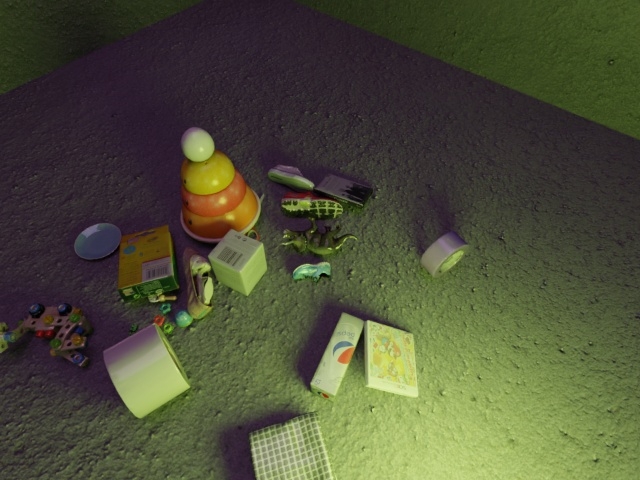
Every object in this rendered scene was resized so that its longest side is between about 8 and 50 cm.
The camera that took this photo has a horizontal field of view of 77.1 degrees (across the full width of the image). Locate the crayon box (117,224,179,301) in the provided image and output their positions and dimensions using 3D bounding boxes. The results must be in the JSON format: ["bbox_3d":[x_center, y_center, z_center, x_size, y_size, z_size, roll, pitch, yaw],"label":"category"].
[{"bbox_3d":[-0.680,0.081,1.591,0.202,0.081,0.319,-14,44,-11],"label":"crayon box"}]

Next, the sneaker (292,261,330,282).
[{"bbox_3d":[-0.034,0.134,1.610,0.162,0.063,0.073,-10,58,-9],"label":"sneaker"}]

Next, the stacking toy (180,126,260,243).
[{"bbox_3d":[-0.446,-0.251,1.605,0.350,0.480,0.351,-2,52,2],"label":"stacking toy"}]

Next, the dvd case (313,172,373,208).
[{"bbox_3d":[0.108,-0.232,1.864,0.238,0.030,0.179,20,38,13],"label":"dvd case"}]

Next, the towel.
[{"bbox_3d":[-0.076,0.678,1.181,0.235,0.121,0.284,-14,56,-10],"label":"towel"}]

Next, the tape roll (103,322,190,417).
[{"bbox_3d":[-0.550,0.410,1.283,0.169,0.246,0.246,-30,60,-20],"label":"tape roll"}]

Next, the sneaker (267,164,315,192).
[{"bbox_3d":[-0.127,-0.303,1.893,0.258,0.094,0.091,25,60,22],"label":"sneaker"}]

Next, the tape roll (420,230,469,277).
[{"bbox_3d":[0.495,0.058,1.602,0.189,0.189,0.080,-28,59,-20],"label":"tape roll"}]

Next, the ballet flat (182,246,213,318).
[{"bbox_3d":[-0.462,0.145,1.554,0.106,0.107,0.316,-32,59,27],"label":"ballet flat"}]

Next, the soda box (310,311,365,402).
[{"bbox_3d":[0.062,0.401,1.398,0.091,0.098,0.286,21,56,13],"label":"soda box"}]

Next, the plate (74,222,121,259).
[{"bbox_3d":[-0.935,0.007,1.696,0.188,0.024,0.188,0,54,0],"label":"plate"}]

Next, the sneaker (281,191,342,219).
[{"bbox_3d":[-0.035,-0.175,1.811,0.279,0.107,0.118,8,40,-1],"label":"sneaker"}]

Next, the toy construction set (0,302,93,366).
[{"bbox_3d":[-0.957,0.324,1.402,0.327,0.151,0.215,7,54,-10],"label":"toy construction set"}]

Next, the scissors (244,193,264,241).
[{"bbox_3d":[-0.316,-0.101,1.793,0.109,0.021,0.297,1,56,1],"label":"scissors"}]

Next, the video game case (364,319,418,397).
[{"bbox_3d":[0.243,0.407,1.388,0.206,0.026,0.227,21,51,-22],"label":"video game case"}]

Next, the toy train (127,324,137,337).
[{"bbox_3d":[-0.688,0.346,1.464,0.023,0.017,0.083,7,54,-10],"label":"toy train"}]

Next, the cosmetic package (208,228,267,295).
[{"bbox_3d":[-0.315,0.086,1.559,0.151,0.184,0.151,24,58,15],"label":"cosmetic package"}]

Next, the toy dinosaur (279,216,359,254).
[{"bbox_3d":[0.000,0.000,1.694,0.313,0.121,0.160,15,67,3],"label":"toy dinosaur"}]

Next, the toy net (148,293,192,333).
[{"bbox_3d":[-0.593,0.254,1.519,0.232,0.045,0.122,37,63,24],"label":"toy net"}]
